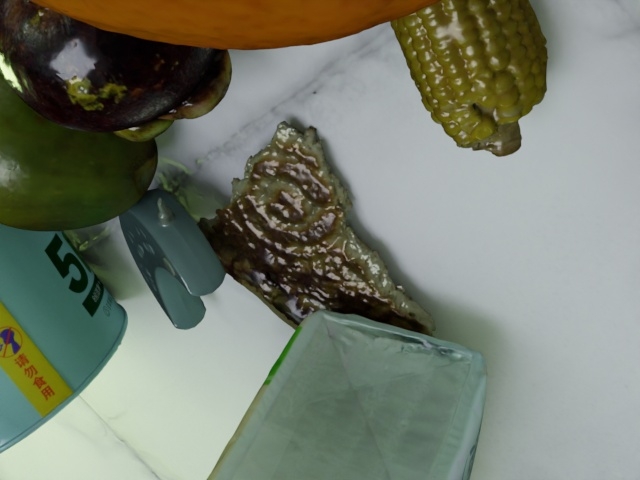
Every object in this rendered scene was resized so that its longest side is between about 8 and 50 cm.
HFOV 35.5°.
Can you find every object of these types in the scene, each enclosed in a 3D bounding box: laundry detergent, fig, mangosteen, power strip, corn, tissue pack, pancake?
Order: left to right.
[{"bbox_3d":[-0.413,0.048,1.092,0.287,0.287,0.305,-11,120,43],"label":"laundry detergent"},{"bbox_3d":[-0.247,-0.090,0.924,0.191,0.181,0.181,14,136,5],"label":"fig"},{"bbox_3d":[-0.158,-0.166,0.802,0.192,0.192,0.217,18,167,24],"label":"mangosteen"},{"bbox_3d":[-0.150,0.012,0.996,0.137,0.044,0.216,56,161,8],"label":"power strip"},{"bbox_3d":[0.000,0.000,0.934,0.266,0.057,0.244,16,127,19],"label":"pancake"},{"bbox_3d":[0.005,0.314,0.945,0.205,0.331,0.405,17,142,15],"label":"tissue pack"},{"bbox_3d":[0.083,-0.174,0.661,0.097,0.097,0.261,-5,119,40],"label":"corn"}]

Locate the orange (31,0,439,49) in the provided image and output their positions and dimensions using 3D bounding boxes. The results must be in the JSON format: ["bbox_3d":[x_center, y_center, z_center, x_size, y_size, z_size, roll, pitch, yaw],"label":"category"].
[{"bbox_3d":[-0.043,-0.296,0.423,0.424,0.326,0.423,0,108,-1],"label":"orange"}]
